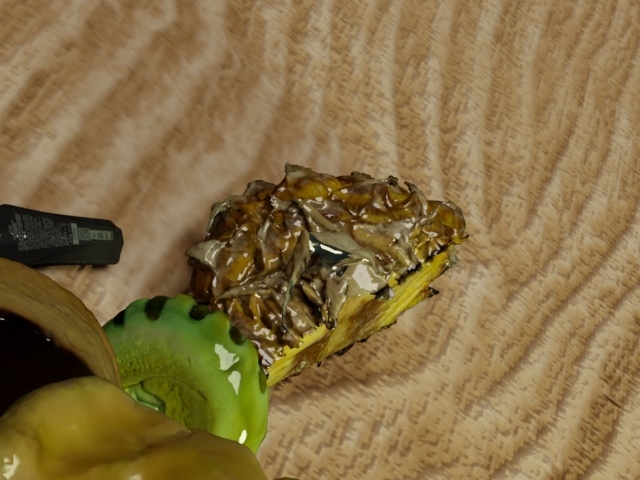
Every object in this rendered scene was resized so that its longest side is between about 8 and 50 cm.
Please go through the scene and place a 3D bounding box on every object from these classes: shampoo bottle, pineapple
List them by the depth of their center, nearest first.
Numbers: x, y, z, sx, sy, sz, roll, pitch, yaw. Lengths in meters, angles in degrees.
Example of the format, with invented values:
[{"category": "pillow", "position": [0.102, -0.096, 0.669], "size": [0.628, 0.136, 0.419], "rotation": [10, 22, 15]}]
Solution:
[{"category": "shampoo bottle", "position": [-0.204, -0.002, 0.924], "size": [0.137, 0.027, 0.048], "rotation": [3, 66, -40]}, {"category": "pineapple", "position": [0.004, -0.003, 1.008], "size": [0.334, 0.158, 0.161], "rotation": [-21, 74, -47]}]

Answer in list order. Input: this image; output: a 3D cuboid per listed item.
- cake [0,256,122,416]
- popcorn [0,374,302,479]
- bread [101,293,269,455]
[{"category": "cake", "position": [-0.218, 0.095, 0.741], "size": [0.207, 0.178, 0.185], "rotation": [-13, 110, -20]}, {"category": "popcorn", "position": [-0.121, 0.249, 0.576], "size": [0.349, 0.382, 0.349], "rotation": [0, 34, 0]}, {"category": "bread", "position": [-0.099, 0.102, 0.858], "size": [0.130, 0.139, 0.071], "rotation": [61, 21, 5]}]
